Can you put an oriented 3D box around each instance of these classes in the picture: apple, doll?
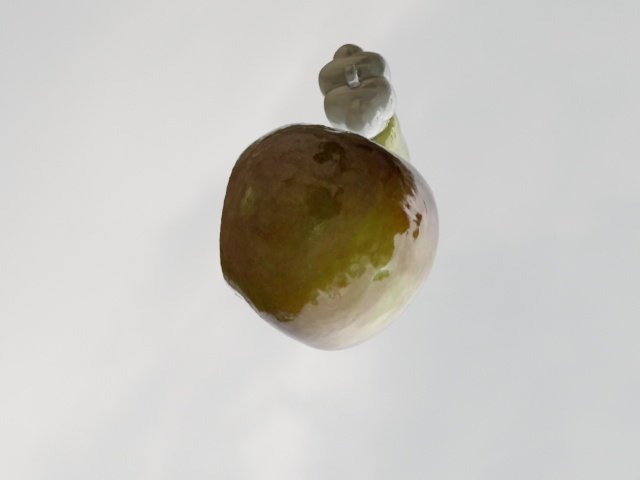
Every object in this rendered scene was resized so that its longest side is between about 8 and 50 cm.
[{"bbox_3d":[-0.002,-0.002,1.122,0.163,0.146,0.147,19,-100,34],"label":"apple"},{"bbox_3d":[0.038,-0.094,1.328,0.062,0.162,0.106,-17,-123,0],"label":"doll"}]
